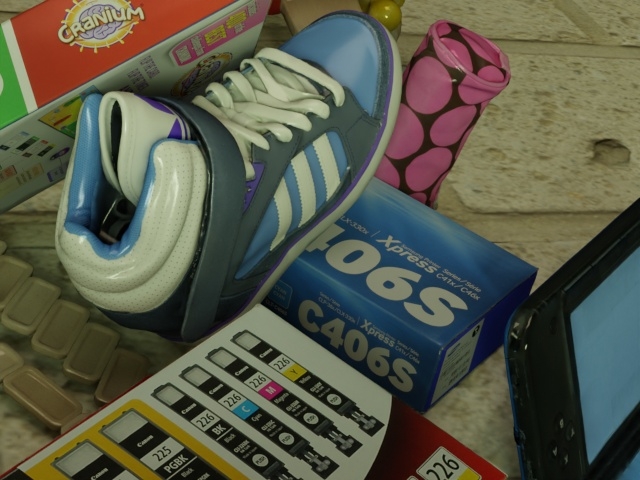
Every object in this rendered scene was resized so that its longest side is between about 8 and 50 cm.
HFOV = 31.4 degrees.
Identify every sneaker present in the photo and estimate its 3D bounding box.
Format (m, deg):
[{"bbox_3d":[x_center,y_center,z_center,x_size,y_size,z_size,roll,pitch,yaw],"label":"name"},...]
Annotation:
[{"bbox_3d":[-0.064,-0.078,0.835,0.130,0.236,0.322,31,82,24],"label":"sneaker"}]

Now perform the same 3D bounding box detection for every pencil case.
[{"bbox_3d":[0.103,-0.099,1.068,0.098,0.209,0.095,19,38,-12],"label":"pencil case"}]

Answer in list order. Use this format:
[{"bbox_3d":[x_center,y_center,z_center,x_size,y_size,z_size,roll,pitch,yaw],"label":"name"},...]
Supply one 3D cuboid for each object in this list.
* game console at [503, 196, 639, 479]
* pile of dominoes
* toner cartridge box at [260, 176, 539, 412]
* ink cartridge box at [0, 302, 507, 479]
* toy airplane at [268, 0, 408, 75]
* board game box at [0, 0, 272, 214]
[{"bbox_3d":[0.288,0.122,0.859,0.173,0.250,0.293,4,24,37],"label":"game console"},{"bbox_3d":[-0.235,0.107,0.827,0.251,0.040,0.196,35,39,16],"label":"pile of dominoes"},{"bbox_3d":[0.000,0.000,1.008,0.348,0.075,0.165,31,37,24],"label":"toner cartridge box"},{"bbox_3d":[-0.092,0.178,0.660,0.272,0.130,0.309,33,38,21],"label":"ink cartridge box"},{"bbox_3d":[0.009,-0.298,1.326,0.384,0.272,0.386,19,69,26],"label":"toy airplane"},{"bbox_3d":[-0.192,-0.110,0.863,0.317,0.242,0.064,-31,87,-13],"label":"board game box"}]
